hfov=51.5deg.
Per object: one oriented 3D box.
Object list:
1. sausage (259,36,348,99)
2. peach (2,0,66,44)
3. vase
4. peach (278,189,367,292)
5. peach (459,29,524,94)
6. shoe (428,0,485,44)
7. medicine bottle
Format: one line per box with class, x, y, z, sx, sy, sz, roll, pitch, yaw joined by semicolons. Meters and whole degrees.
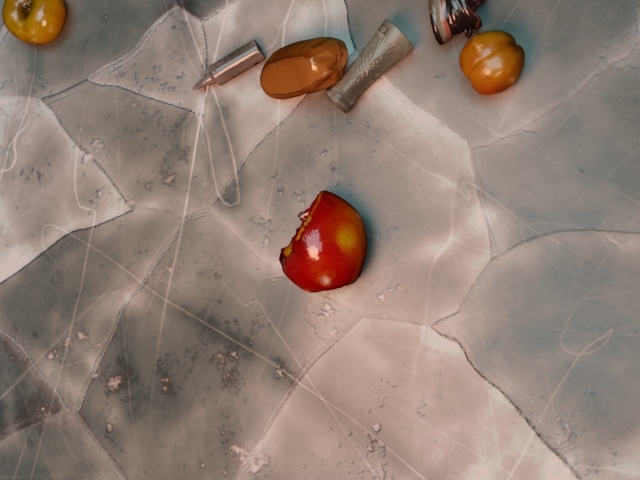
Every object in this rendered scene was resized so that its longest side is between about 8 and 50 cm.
sausage;-0.043;-0.400;1.544;0.241;0.136;0.120;-4;115;42
peach;-0.771;-0.618;1.799;0.179;0.103;0.179;-2;79;13
vase;0.109;-0.401;1.552;0.219;0.096;0.096;-46;74;8
peach;0.000;0.000;1.473;0.196;0.190;0.226;-15;85;24
peach;0.379;-0.395;1.460;0.138;0.138;0.138;-2;82;14
shoe;0.319;-0.594;1.508;0.137;0.114;0.291;0;85;20
medicine bottle;-0.236;-0.429;1.660;0.199;0.057;0.057;-28;77;10
